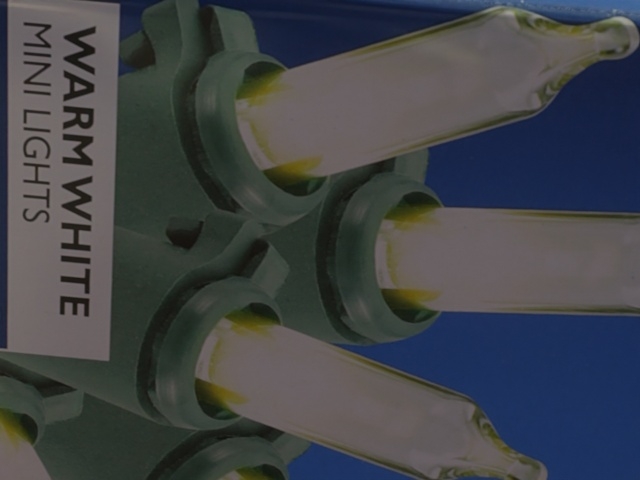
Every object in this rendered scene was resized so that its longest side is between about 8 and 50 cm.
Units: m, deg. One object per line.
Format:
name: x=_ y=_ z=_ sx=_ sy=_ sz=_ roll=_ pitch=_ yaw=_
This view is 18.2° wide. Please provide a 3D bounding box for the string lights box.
string lights box: x=0.000 y=0.000 z=0.366 sx=0.077 sy=0.260 sz=0.133 roll=-85 pitch=179 yaw=-61
